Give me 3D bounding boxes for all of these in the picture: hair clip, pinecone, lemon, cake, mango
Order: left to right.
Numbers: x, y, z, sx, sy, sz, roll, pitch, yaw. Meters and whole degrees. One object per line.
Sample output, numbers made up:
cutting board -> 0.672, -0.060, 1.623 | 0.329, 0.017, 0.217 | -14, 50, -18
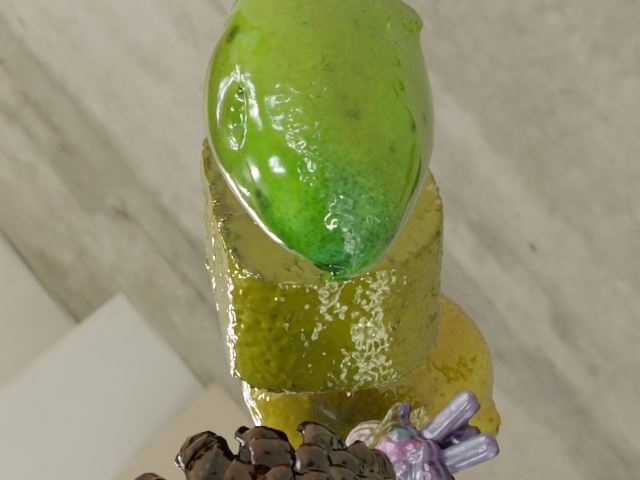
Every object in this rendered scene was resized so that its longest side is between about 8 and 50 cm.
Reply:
pinecone -> -0.044, 0.234, 1.067 | 0.272, 0.224, 0.224 | -22, 110, 31
cake -> 0.000, 0.000, 1.265 | 0.260, 0.179, 0.156 | -106, 14, -51
mango -> 0.005, -0.061, 0.736 | 0.119, 0.178, 0.100 | 25, 129, -26
lemon -> 0.044, 0.147, 1.681 | 0.310, 0.253, 0.253 | 26, 155, 6
hair clip -> 0.053, 0.249, 1.492 | 0.278, 0.090, 0.137 | -49, 45, 34
